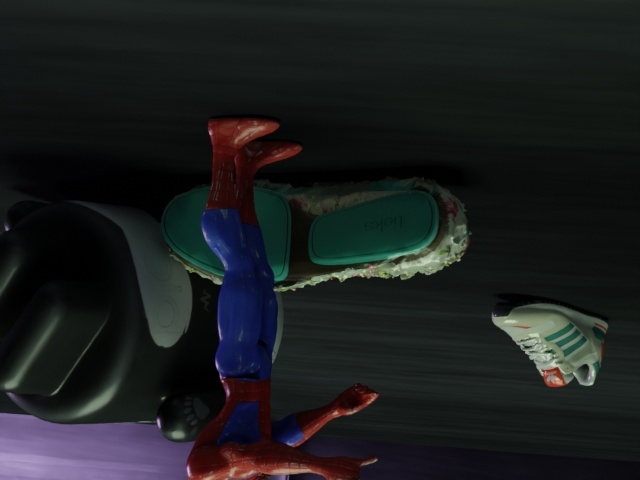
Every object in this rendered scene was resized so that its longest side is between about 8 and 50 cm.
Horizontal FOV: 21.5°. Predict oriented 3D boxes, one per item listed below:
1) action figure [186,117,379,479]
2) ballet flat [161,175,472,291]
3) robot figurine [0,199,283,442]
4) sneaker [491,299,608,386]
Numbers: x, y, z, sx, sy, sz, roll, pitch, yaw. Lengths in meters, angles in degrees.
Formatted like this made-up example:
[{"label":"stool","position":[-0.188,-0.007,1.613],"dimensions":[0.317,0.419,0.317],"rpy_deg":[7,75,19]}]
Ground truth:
[{"label":"action figure","position":[-0.013,0.067,1.059],"dimensions":[0.139,0.280,0.091],"rpy_deg":[2,169,16]},{"label":"ballet flat","position":[0.000,0.000,1.215],"dimensions":[0.241,0.091,0.077],"rpy_deg":[2,170,29]},{"label":"robot figurine","position":[-0.152,0.060,1.319],"dimensions":[0.173,0.209,0.278],"rpy_deg":[-12,170,34]},{"label":"sneaker","position":[0.228,0.104,1.661],"dimensions":[0.057,0.075,0.161],"rpy_deg":[-5,165,43]}]
